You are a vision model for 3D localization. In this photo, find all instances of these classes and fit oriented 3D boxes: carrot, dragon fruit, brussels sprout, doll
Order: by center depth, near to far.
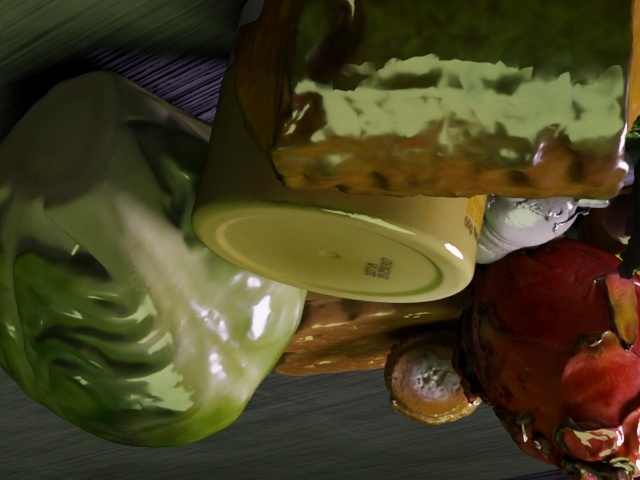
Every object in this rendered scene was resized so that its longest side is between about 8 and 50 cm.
[{"bbox_3d":[0.110,-0.143,0.790,0.341,0.241,0.241,-2,161,1],"label":"carrot"},{"bbox_3d":[-0.161,0.019,1.163,0.289,0.281,0.354,21,150,33],"label":"brussels sprout"},{"bbox_3d":[0.192,-0.037,1.340,0.149,0.095,0.192,9,160,-26],"label":"doll"},{"bbox_3d":[0.276,0.122,1.432,0.250,0.250,0.315,12,-164,-39],"label":"dragon fruit"}]

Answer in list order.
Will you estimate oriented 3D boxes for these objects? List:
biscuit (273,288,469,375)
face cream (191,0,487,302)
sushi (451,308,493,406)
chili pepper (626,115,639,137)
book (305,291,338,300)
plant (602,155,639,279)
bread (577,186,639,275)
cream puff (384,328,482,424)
[{"bbox_3d":[0.076,0.123,1.840,0.351,0.057,0.312,-13,159,18],"label":"biscuit"},{"bbox_3d":[0.024,-0.069,1.000,0.218,0.179,0.218,11,162,4],"label":"face cream"},{"bbox_3d":[0.333,0.124,1.700,0.343,0.196,0.182,3,168,-32],"label":"sushi"},{"bbox_3d":[0.144,-0.091,1.201,0.359,0.076,0.085,-13,134,30],"label":"chili pepper"},{"bbox_3d":[0.000,0.000,1.508,0.269,0.032,0.389,-6,161,10],"label":"book"},{"bbox_3d":[0.378,-0.030,1.259,0.178,0.204,0.234,5,153,-20],"label":"plant"},{"bbox_3d":[0.411,-0.002,1.518,0.236,0.070,0.236,-3,162,-1],"label":"bread"},{"bbox_3d":[0.160,0.183,1.771,0.144,0.126,0.103,-3,179,17],"label":"cream puff"}]
